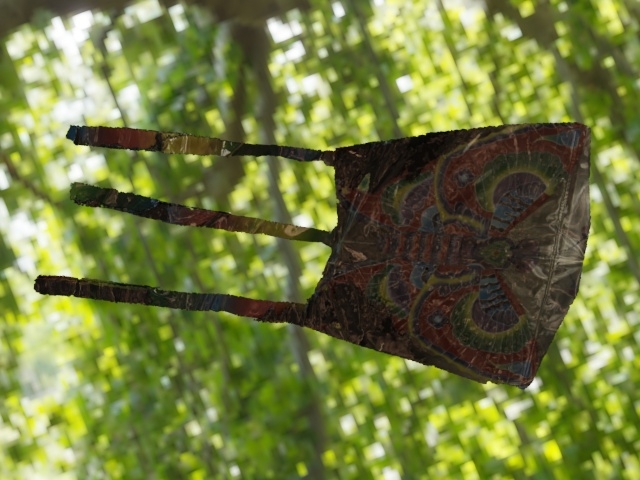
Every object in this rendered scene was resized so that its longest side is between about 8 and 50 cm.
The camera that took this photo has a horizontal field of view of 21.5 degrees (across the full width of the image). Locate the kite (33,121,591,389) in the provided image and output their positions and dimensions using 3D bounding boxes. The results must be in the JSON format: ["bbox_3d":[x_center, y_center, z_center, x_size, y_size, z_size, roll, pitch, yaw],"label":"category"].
[{"bbox_3d":[0.000,0.000,0.866,0.285,0.152,0.015,6,20,-9],"label":"kite"}]
